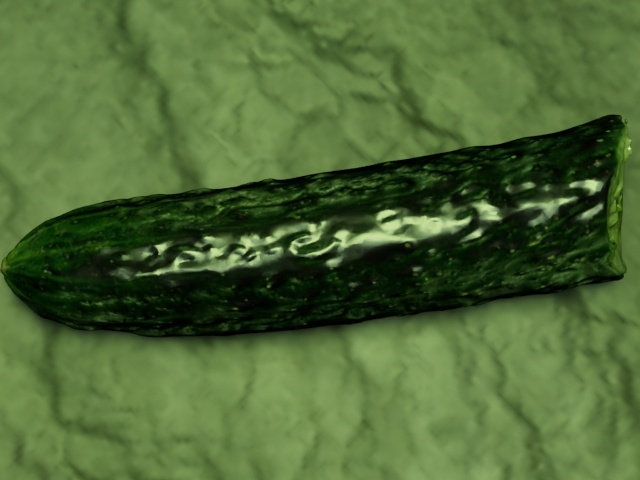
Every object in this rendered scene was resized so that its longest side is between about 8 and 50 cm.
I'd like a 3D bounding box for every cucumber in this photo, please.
[{"bbox_3d":[0.000,0.000,0.660,0.215,0.052,0.058,-8,63,-3],"label":"cucumber"}]
